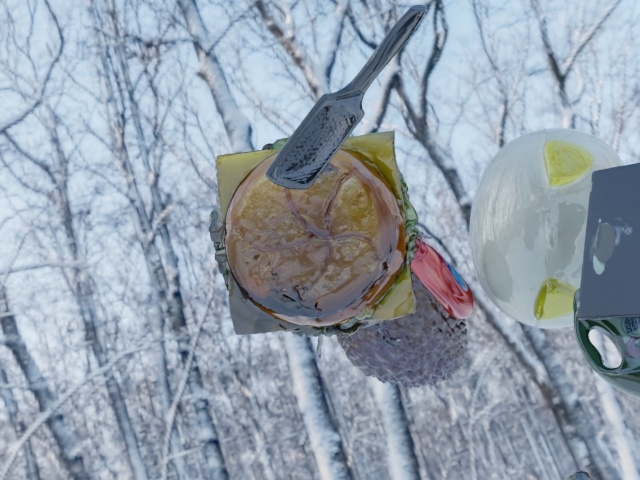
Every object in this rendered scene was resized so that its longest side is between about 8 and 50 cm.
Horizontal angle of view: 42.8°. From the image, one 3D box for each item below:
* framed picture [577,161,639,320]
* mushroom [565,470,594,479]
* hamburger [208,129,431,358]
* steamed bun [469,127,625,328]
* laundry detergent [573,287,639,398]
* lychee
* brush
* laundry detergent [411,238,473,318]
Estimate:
[{"bbox_3d":[0.504,-0.015,1.078,0.324,0.244,0.013,-9,-33,42],"label":"framed picture"},{"bbox_3d":[0.374,0.312,0.816,0.043,0.306,0.068,-59,3,27],"label":"mushroom"},{"bbox_3d":[0.000,0.000,0.909,0.243,0.261,0.139,-4,-7,12],"label":"hamburger"},{"bbox_3d":[0.431,-0.022,1.522,0.334,0.373,0.334,-2,6,0],"label":"steamed bun"},{"bbox_3d":[0.434,0.147,1.141,0.137,0.210,0.063,-20,-37,20],"label":"laundry detergent"},{"bbox_3d":[0.162,0.156,1.517,0.271,0.271,0.271,-17,-22,-7],"label":"lychee"},{"bbox_3d":[0.025,-0.119,0.689,0.193,0.016,0.063,-53,-31,17],"label":"brush"},{"bbox_3d":[0.158,0.045,1.147,0.049,0.097,0.165,-37,-46,11],"label":"laundry detergent"}]
